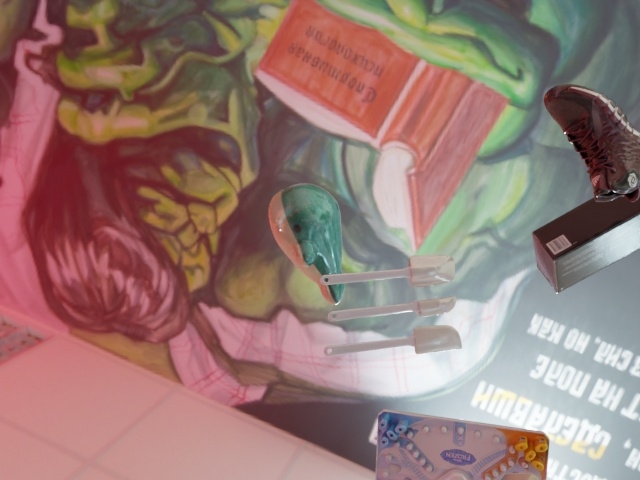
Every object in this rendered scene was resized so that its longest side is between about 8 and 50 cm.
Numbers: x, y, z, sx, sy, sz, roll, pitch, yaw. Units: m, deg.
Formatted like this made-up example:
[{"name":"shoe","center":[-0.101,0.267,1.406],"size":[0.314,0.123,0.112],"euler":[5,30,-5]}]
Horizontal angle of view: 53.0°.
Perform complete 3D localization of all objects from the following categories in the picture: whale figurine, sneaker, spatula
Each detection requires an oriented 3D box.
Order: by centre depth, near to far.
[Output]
[{"name":"spatula","center":[0.119,0.113,1.093],"size":[0.242,0.168,0.019],"euler":[-4,-178,-8]},{"name":"sneaker","center":[0.542,-0.175,1.258],"size":[0.281,0.162,0.106],"euler":[32,159,-11]},{"name":"whale figurine","center":[0.000,0.000,1.395],"size":[0.272,0.141,0.216],"euler":[61,-166,-11]}]

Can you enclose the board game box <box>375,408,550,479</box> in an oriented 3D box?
[{"name":"board game box","center":[0.315,0.611,1.494],"size":[0.390,0.390,0.050],"euler":[4,-172,16]}]

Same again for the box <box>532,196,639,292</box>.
[{"name":"box","center":[0.657,-0.007,1.551],"size":[0.103,0.261,0.184],"euler":[63,-176,39]}]

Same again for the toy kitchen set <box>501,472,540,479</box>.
[{"name":"toy kitchen set","center":[0.140,0.346,0.622],"size":[0.122,0.166,0.207],"euler":[50,-123,-5]}]
